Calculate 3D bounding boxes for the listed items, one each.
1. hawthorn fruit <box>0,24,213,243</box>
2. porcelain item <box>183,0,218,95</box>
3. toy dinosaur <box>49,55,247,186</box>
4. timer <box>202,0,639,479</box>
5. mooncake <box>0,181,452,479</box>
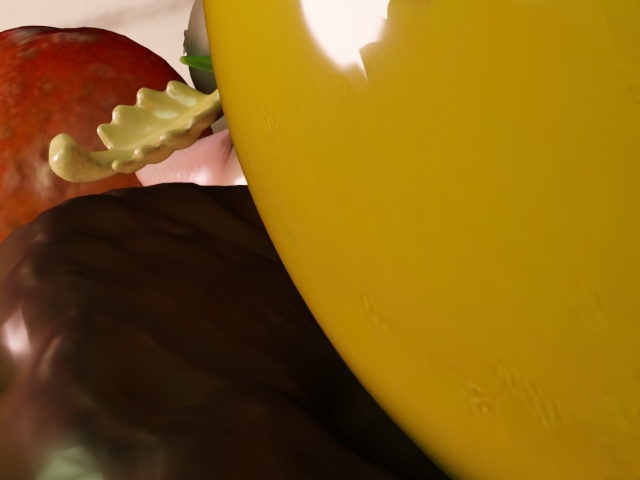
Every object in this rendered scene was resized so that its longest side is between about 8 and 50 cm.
[{"bbox_3d":[-0.127,-0.018,0.900,0.173,0.173,0.173,-23,59,45],"label":"hawthorn fruit"},{"bbox_3d":[-0.017,-0.129,0.817,0.213,0.054,0.084,120,152,-66],"label":"porcelain item"},{"bbox_3d":[0.001,-0.002,0.780,0.194,0.152,0.177,30,106,12],"label":"toy dinosaur"},{"bbox_3d":[0.153,-0.111,0.421,0.376,0.376,0.387,48,121,49],"label":"timer"},{"bbox_3d":[0.016,0.119,0.525,0.324,0.324,0.187,48,122,49],"label":"mooncake"}]
